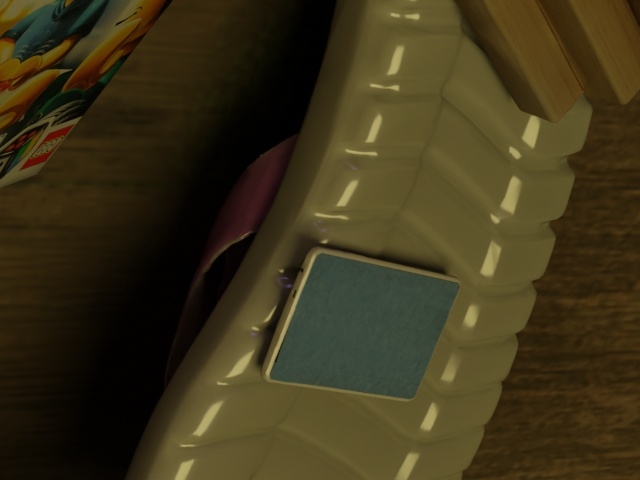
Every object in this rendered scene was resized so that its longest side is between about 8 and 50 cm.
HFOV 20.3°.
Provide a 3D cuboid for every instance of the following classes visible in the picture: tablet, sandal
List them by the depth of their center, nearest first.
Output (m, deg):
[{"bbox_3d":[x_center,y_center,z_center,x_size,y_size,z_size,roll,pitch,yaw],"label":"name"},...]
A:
[{"bbox_3d":[0.016,0.033,0.677,0.083,0.006,0.054,13,103,-44],"label":"tablet"},{"bbox_3d":[0.011,0.004,0.736,0.169,0.102,0.416,18,99,-44],"label":"sandal"}]

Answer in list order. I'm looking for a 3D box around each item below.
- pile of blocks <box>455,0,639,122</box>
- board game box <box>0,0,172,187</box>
[{"bbox_3d":[0.101,-0.197,0.569,0.149,0.112,0.362,-28,125,-30],"label":"pile of blocks"},{"bbox_3d":[-0.117,-0.072,0.489,0.193,0.053,0.305,-48,173,24],"label":"board game box"}]
